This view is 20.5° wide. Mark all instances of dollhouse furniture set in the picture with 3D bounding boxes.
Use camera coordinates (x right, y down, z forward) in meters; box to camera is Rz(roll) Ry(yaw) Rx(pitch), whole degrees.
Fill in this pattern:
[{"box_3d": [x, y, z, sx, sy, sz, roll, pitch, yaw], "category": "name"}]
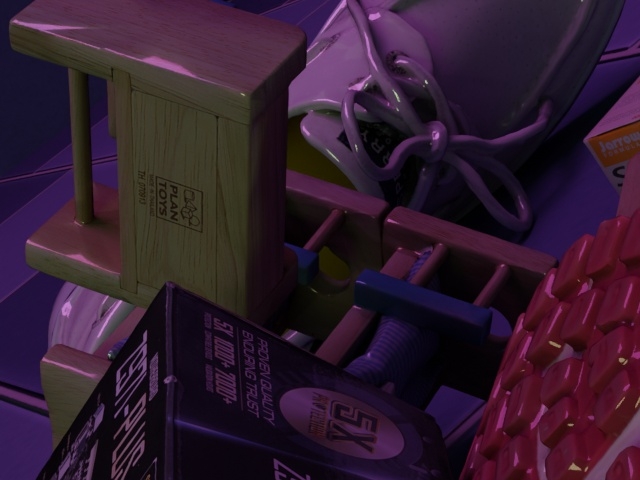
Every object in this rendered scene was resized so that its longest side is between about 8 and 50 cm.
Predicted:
[{"box_3d": [0.000, 0.000, 0.545, 0.129, 0.184, 0.129, 18, 40, 20], "category": "dollhouse furniture set"}]

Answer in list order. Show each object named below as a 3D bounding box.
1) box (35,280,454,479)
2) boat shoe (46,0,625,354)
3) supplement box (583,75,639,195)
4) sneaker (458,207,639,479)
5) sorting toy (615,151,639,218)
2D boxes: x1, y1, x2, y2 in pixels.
[{"box_3d": [-0.035, 0.119, 0.355, 0.147, 0.077, 0.180, -56, 18, 19], "category": "box"}, {"box_3d": [0.021, -0.041, 0.827, 0.367, 0.136, 0.156, -40, 13, -6], "category": "boat shoe"}, {"box_3d": [0.164, -0.062, 0.748, 0.062, 0.036, 0.098, -20, 20, 51], "category": "supplement box"}, {"box_3d": [0.112, 0.046, 0.350, 0.299, 0.112, 0.121, -44, 23, 52], "category": "sneaker"}, {"box_3d": [0.163, -0.019, 0.574, 0.132, 0.046, 0.274, -30, 14, 25], "category": "sorting toy"}]
